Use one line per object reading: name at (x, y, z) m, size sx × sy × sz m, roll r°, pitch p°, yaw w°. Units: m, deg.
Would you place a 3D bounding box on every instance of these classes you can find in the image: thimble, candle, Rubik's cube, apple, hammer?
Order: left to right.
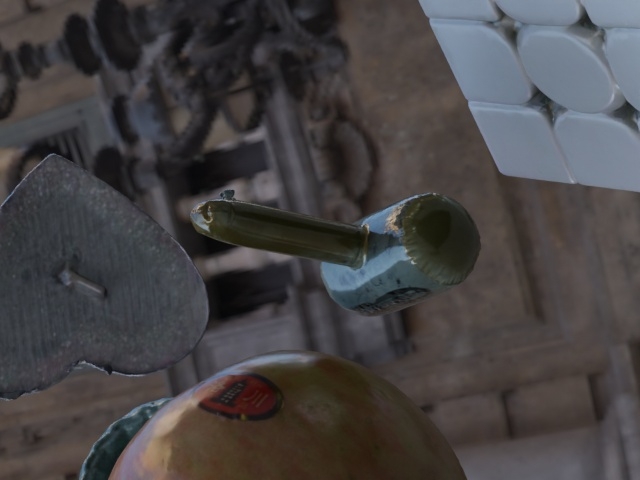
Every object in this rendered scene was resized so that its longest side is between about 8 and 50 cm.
candle at (-0.179, 0.024, 1.037) m, size 0.068 × 0.192 × 0.168 m, roll 142°, pitch 121°, yaw -77°
thimble at (-0.189, 0.313, 1.816) m, size 0.198 × 0.235 × 0.143 m, roll 45°, pitch 175°, yaw 29°
apple at (-0.022, 0.314, 1.554) m, size 0.346 × 0.391 × 0.391 m, roll 48°, pitch -163°, yaw 27°
hammer at (0.000, 0.000, 1.530) m, size 0.305 × 0.202 × 0.113 m, roll 12°, pitch -113°, yaw -29°
Rubik's cube at (0.293, -0.239, 1.296) m, size 0.291 × 0.291 × 0.290 m, roll -50°, pitch -53°, yaw -26°
